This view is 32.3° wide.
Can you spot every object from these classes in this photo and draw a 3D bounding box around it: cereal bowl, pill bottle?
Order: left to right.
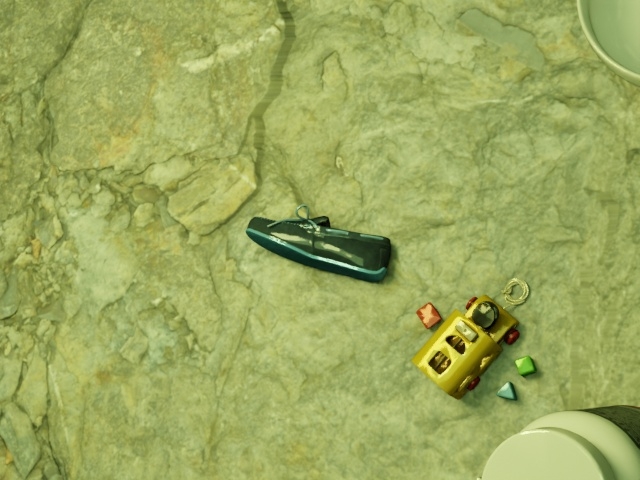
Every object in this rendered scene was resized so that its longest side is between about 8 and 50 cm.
[{"bbox_3d":[0.374,0.337,1.526,0.210,0.363,0.210,-5,82,33],"label":"pill bottle"},{"bbox_3d":[0.588,-0.386,1.777,0.339,0.141,0.339,-5,74,19],"label":"cereal bowl"}]

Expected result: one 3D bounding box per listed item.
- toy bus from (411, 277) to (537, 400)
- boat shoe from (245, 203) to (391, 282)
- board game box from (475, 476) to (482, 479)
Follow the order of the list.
[{"bbox_3d":[0.241,0.158,1.784,0.191,0.104,0.202,-8,74,18],"label":"toy bus"},{"bbox_3d":[0.000,0.000,1.932,0.258,0.109,0.089,18,75,7],"label":"boat shoe"},{"bbox_3d":[0.325,0.524,1.683,0.305,0.053,0.193,29,88,25],"label":"board game box"}]
